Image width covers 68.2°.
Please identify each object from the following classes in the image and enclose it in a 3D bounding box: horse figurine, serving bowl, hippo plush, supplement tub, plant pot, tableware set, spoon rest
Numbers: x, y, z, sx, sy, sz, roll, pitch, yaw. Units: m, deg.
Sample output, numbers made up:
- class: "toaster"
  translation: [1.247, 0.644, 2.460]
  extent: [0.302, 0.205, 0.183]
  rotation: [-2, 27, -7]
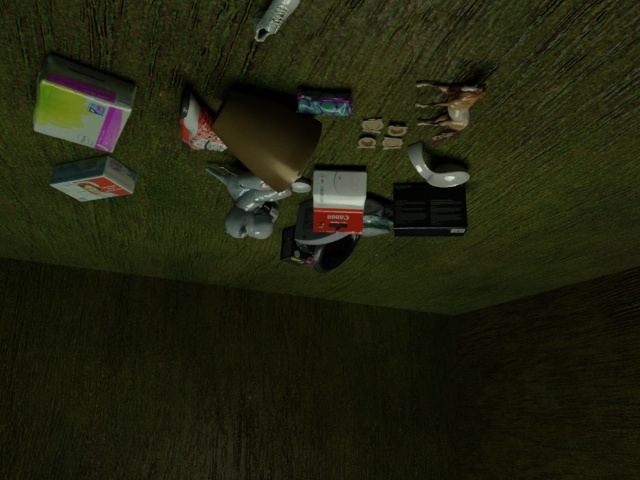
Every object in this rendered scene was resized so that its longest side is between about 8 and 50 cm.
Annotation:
- class: "horse figurine"
  translation: [0.347, -0.349, 1.277]
  extent: [0.175, 0.066, 0.263]
  rotation: [4, 159, 14]
- class: "serving bowl"
  translation: [-0.076, -0.211, 1.781]
  extent: [0.083, 0.027, 0.083]
  rotation: [2, 161, 1]
- class: "hippo plush"
  translation: [-0.240, -0.121, 1.654]
  extent: [0.294, 0.236, 0.234]
  rotation: [11, 175, -33]
- class: "supplement tub"
  translation: [-0.260, -0.139, 1.879]
  extent: [0.117, 0.116, 0.190]
  rotation: [-7, 159, 25]
- class: "plant pot"
  translation: [-0.166, -0.297, 1.314]
  extent: [0.254, 0.237, 0.237]
  rotation: [30, 151, -22]
- class: "tableware set"
  translation: [0.189, -0.320, 1.445]
  extent: [0.141, 0.020, 0.168]
  rotation: [4, 161, -1]
- class: "spoon rest"
  translation: [0.389, -0.231, 1.572]
  extent: [0.276, 0.084, 0.137]
  rotation: [21, 154, -40]

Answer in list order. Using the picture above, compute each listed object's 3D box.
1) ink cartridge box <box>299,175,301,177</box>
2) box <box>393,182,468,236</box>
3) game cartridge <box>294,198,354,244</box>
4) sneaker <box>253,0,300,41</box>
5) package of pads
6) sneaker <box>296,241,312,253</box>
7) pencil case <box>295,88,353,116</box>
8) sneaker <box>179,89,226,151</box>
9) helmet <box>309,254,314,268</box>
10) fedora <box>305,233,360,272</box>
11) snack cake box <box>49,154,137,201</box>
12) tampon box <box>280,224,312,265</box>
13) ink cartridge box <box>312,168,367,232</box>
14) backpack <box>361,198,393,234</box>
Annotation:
- class: "ink cartridge box"
  translation: [-0.160, -0.248, 1.701]
  extent: [0.146, 0.045, 0.179]
  rotation: [10, 177, -21]
- class: "box"
  translation: [0.401, -0.113, 1.751]
  extent: [0.261, 0.184, 0.103]
  rotation: [0, 162, 8]
- class: "game cartridge"
  translation: [0.022, -0.086, 1.868]
  extent: [0.294, 0.196, 0.060]
  rotation: [-14, 147, 40]
- class: "sneaker"
  translation: [-0.091, -0.474, 0.998]
  extent: [0.054, 0.061, 0.152]
  rotation: [19, 153, -34]
- class: "package of pads"
  translation: [-0.669, -0.368, 1.321]
  extent: [0.229, 0.101, 0.296]
  rotation: [14, 157, -29]
- class: "sneaker"
  translation: [0.000, 0.000, 2.224]
  extent: [0.263, 0.121, 0.099]
  rotation: [19, 145, -30]
- class: "pencil case"
  translation: [0.010, -0.369, 1.268]
  extent: [0.152, 0.064, 0.070]
  rotation: [3, 177, -1]
- class: "sneaker"
  translation: [-0.328, -0.340, 1.370]
  extent: [0.145, 0.090, 0.270]
  rotation: [6, 164, -12]
- class: "helmet"
  translation: [-0.001, 0.066, 2.347]
  extent: [0.170, 0.161, 0.169]
  rotation: [3, 160, 1]
- class: "fedora"
  translation: [0.038, -0.018, 2.058]
  extent: [0.153, 0.334, 0.334]
  rotation: [34, 173, 24]
- class: "snack cake box"
  translation: [-0.843, -0.228, 1.759]
  extent: [0.265, 0.089, 0.152]
  rotation: [-5, 157, 21]
- class: "tampon box"
  translation: [-0.111, 0.026, 2.252]
  extent: [0.120, 0.160, 0.101]
  rotation: [20, 155, -40]
- class: "ink cartridge box"
  translation: [0.067, -0.137, 1.690]
  extent: [0.189, 0.232, 0.066]
  rotation: [2, -169, 2]
- class: "backpack"
  translation: [0.191, -0.094, 1.904]
  extent: [0.188, 0.144, 0.166]
  rotation: [24, 158, -38]
